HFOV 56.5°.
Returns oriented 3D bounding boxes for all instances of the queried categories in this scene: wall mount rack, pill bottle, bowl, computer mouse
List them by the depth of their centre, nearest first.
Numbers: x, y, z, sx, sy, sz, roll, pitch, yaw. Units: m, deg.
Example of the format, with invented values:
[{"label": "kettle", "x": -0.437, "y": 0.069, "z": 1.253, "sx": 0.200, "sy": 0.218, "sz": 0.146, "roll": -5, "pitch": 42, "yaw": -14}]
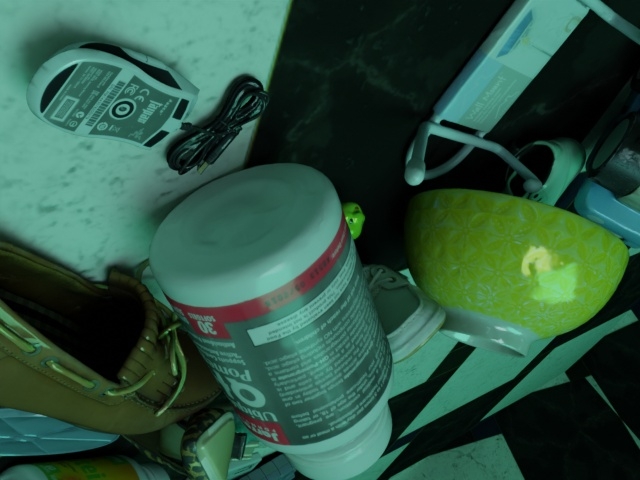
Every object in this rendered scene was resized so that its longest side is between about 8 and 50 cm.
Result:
[{"label": "computer mouse", "x": -0.129, "y": -0.105, "z": 0.445, "sx": 0.106, "sy": 0.042, "sz": 0.193, "roll": -41, "pitch": 157, "yaw": 20}, {"label": "pill bottle", "x": -0.025, "y": 0.098, "z": 0.599, "sx": 0.176, "sy": 0.176, "sz": 0.319, "roll": -29, "pitch": 125, "yaw": -11}, {"label": "wall mount rack", "x": 0.207, "y": -0.166, "z": 0.613, "sx": 0.304, "sy": 0.130, "sz": 0.350, "roll": 0, "pitch": 134, "yaw": -47}, {"label": "bowl", "x": 0.229, "y": 0.061, "z": 0.777, "sx": 0.289, "sy": 0.289, "sz": 0.156, "roll": 39, "pitch": 67, "yaw": -60}, {"label": "pill bottle", "x": -0.332, "y": 0.381, "z": 0.850, "sx": 0.136, "sy": 0.136, "sz": 0.245, "roll": -43, "pitch": 150, "yaw": 13}]

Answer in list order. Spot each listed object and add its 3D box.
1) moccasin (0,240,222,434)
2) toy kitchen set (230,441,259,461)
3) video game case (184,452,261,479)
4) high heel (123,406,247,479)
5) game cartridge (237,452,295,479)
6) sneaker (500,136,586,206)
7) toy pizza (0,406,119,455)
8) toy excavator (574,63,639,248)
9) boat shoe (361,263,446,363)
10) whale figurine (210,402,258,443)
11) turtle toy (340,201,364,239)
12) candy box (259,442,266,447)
[{"label": "moccasin", "x": -0.205, "y": 0.092, "z": 0.576, "sx": 0.147, "sy": 0.139, "sz": 0.380, "roll": -32, "pitch": 143, "yaw": 12}, {"label": "toy kitchen set", "x": -0.059, "y": 0.308, "z": 1.089, "sx": 0.207, "sy": 0.122, "sz": 0.166, "roll": 3, "pitch": 137, "yaw": -20}, {"label": "video game case", "x": -0.242, "y": 0.535, "z": 1.292, "sx": 0.190, "sy": 0.022, "sz": 0.173, "roll": 1, "pitch": 134, "yaw": -48}, {"label": "high heel", "x": -0.200, "y": 0.248, "z": 0.746, "sx": 0.186, "sy": 0.093, "sz": 0.261, "roll": 9, "pitch": 162, "yaw": 3}, {"label": "game cartridge", "x": -0.202, "y": 0.651, "z": 1.439, "sx": 0.230, "sy": 0.068, "sz": 0.355, "roll": -20, "pitch": 151, "yaw": -47}, {"label": "sneaker", "x": 0.287, "y": -0.048, "z": 0.905, "sx": 0.151, "sy": 0.094, "sz": 0.256, "roll": -6, "pitch": 130, "yaw": -50}, {"label": "toy pizza", "x": -0.320, "y": 0.202, "z": 0.654, "sx": 0.201, "sy": 0.032, "sz": 0.201, "roll": -5, "pitch": 151, "yaw": -3}, {"label": "toy excavator", "x": 0.498, "y": -0.061, "z": 0.969, "sx": 0.433, "sy": 0.222, "sz": 0.445, "roll": -62, "pitch": 174, "yaw": -2}, {"label": "boat shoe", "x": 0.073, "y": 0.078, "z": 0.759, "sx": 0.098, "sy": 0.096, "sz": 0.277, "roll": -40, "pitch": -173, "yaw": -5}, {"label": "whale figurine", "x": -0.039, "y": 0.255, "z": 0.893, "sx": 0.271, "sy": 0.141, "sz": 0.216, "roll": -25, "pitch": 134, "yaw": -2}, {"label": "turtle toy", "x": 0.000, "y": 0.000, "z": 0.706, "sx": 0.095, "sy": 0.066, "sz": 0.130, "roll": 4, "pitch": 133, "yaw": -49}, {"label": "candy box", "x": -0.065, "y": 0.348, "z": 1.193, "sx": 0.206, "sy": 0.027, "sz": 0.105, "roll": -39, "pitch": 149, "yaw": 7}]
